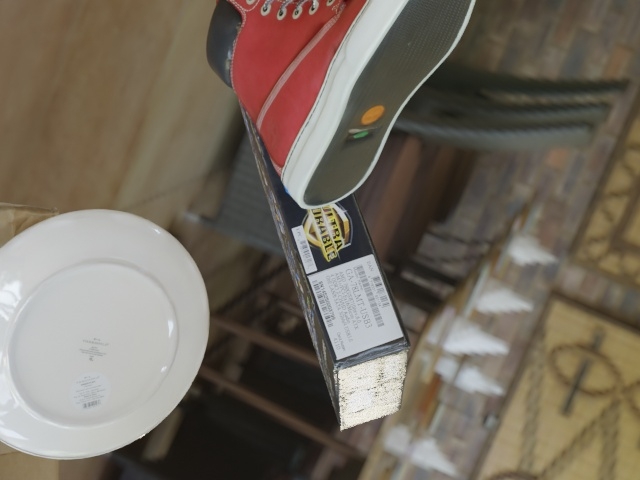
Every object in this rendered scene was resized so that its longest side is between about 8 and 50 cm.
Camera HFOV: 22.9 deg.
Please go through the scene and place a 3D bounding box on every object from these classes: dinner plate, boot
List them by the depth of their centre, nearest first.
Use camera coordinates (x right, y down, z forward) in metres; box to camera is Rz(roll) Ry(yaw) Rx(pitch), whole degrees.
[{"bbox_3d":[-0.122,0.053,0.832,0.017,0.141,0.141,38,-72,58],"label":"dinner plate"},{"bbox_3d":[0.001,-0.163,1.077,0.088,0.176,0.244,-12,149,-39],"label":"boot"}]

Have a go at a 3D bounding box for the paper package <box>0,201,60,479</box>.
[{"bbox_3d":[-0.323,0.146,1.060,0.168,0.309,0.325,6,81,-45],"label":"paper package"}]

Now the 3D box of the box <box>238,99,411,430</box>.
[{"bbox_3d":[0.000,0.000,1.408,0.295,0.073,0.293,83,-10,-73],"label":"box"}]
